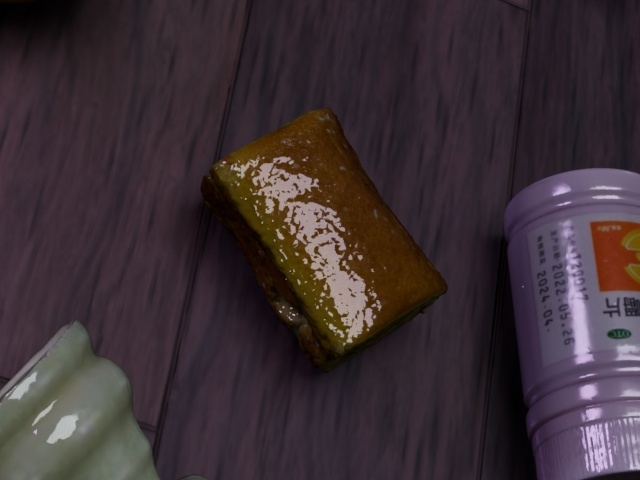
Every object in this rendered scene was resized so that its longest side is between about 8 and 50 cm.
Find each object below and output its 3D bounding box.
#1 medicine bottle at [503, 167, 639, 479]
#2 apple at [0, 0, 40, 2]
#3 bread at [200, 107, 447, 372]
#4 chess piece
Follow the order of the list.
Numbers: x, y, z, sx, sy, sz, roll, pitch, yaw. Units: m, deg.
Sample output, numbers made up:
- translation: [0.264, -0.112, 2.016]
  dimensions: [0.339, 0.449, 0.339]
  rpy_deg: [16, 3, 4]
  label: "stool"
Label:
- translation: [0.215, 0.081, 1.435]
  dimensions: [0.133, 0.133, 0.249]
  rpy_deg: [10, 60, -22]
  label: "medicine bottle"
- translation: [-0.227, -0.304, 1.360]
  dimensions: [0.242, 0.242, 0.241]
  rpy_deg: [6, 60, -24]
  label: "apple"
- translation: [0.000, 0.000, 1.387]
  dimensions: [0.132, 0.103, 0.172]
  rpy_deg: [-30, 81, -35]
  label: "bread"
- translation: [-0.117, 0.186, 1.216]
  dimensions: [0.251, 0.144, 0.144]
  rpy_deg: [44, 53, -5]
  label: "chess piece"
